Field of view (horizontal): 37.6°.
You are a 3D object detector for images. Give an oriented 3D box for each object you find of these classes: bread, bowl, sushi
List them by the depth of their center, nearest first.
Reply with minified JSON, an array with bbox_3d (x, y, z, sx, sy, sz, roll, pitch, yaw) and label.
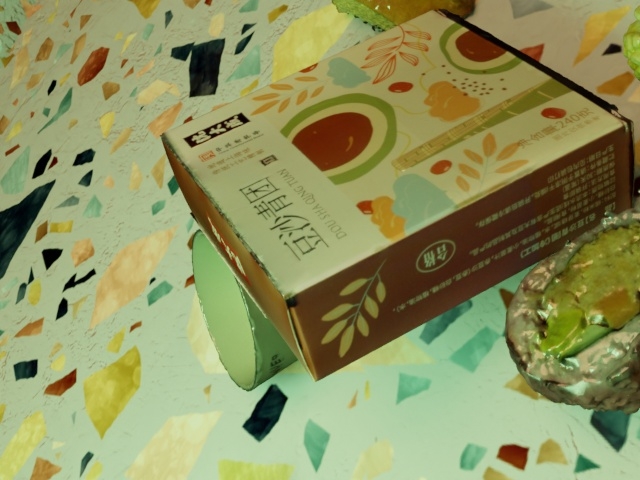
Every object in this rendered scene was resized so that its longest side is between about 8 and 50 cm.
[{"bbox_3d":[0.269,0.051,0.885,0.161,0.107,0.241,2,59,44],"label":"sushi"},{"bbox_3d":[-0.074,0.070,1.165,0.112,0.212,0.211,-18,36,-22],"label":"bowl"},{"bbox_3d":[0.086,-0.366,1.301,0.129,0.134,0.260,-55,41,3],"label":"bread"}]

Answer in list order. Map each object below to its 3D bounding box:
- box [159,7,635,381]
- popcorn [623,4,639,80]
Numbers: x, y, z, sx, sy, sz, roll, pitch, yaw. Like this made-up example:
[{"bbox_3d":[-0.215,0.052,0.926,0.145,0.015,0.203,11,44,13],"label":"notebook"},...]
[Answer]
[{"bbox_3d":[0.071,-0.076,1.014,0.385,0.122,0.344,-27,40,-13],"label":"box"},{"bbox_3d":[0.367,-0.200,0.946,0.120,0.106,0.116,-30,81,9],"label":"popcorn"}]
